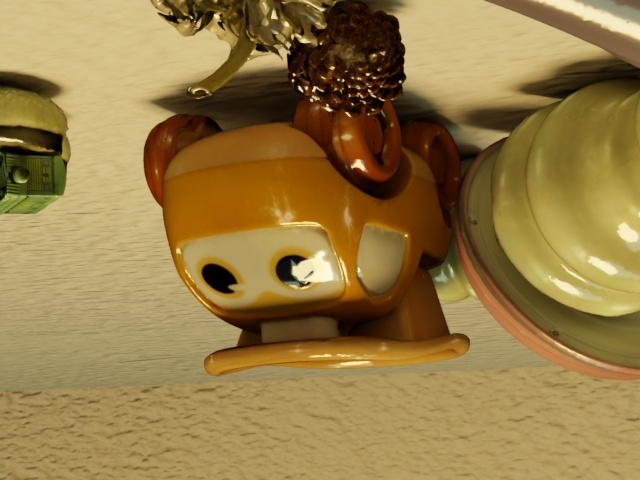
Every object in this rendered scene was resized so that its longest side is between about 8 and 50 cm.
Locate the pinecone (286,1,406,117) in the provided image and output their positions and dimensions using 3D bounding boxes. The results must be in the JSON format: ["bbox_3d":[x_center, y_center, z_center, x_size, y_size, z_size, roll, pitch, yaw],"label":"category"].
[{"bbox_3d":[0.017,-0.120,1.126,0.077,0.077,0.083,5,-176,-25],"label":"pinecone"}]

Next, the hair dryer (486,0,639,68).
[{"bbox_3d":[0.231,-0.184,0.828,0.301,0.121,0.361,12,156,-15],"label":"hair dryer"}]

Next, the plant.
[{"bbox_3d":[-0.040,-0.131,0.968,0.116,0.122,0.104,11,154,-16],"label":"plant"}]

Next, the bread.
[{"bbox_3d":[-0.294,-0.086,1.316,0.207,0.056,0.286,-3,170,12],"label":"bread"}]

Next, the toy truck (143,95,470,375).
[{"bbox_3d":[0.000,0.000,1.366,0.204,0.212,0.288,-8,170,27],"label":"toy truck"}]

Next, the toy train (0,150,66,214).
[{"bbox_3d":[-0.233,-0.043,1.304,0.056,0.038,0.093,-1,170,-26],"label":"toy train"}]

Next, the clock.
[{"bbox_3d":[0.221,0.007,1.367,0.244,0.244,0.056,5,142,-22],"label":"clock"}]

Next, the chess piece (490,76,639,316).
[{"bbox_3d":[0.269,-0.071,1.177,0.182,0.182,0.330,4,161,-21],"label":"chess piece"}]

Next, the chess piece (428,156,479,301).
[{"bbox_3d":[0.045,0.001,1.544,0.243,0.133,0.133,-6,167,20],"label":"chess piece"}]
